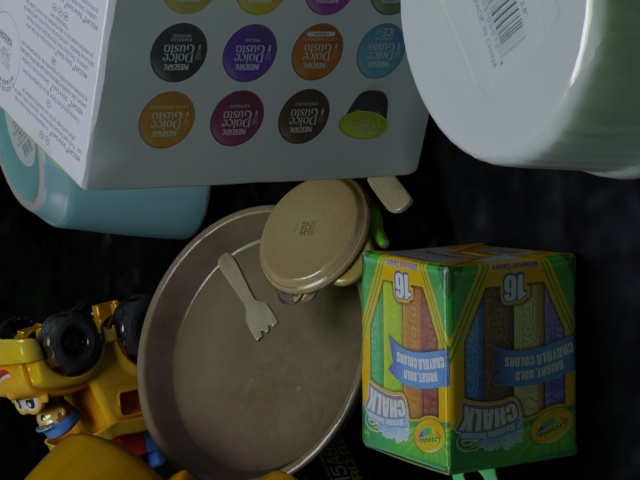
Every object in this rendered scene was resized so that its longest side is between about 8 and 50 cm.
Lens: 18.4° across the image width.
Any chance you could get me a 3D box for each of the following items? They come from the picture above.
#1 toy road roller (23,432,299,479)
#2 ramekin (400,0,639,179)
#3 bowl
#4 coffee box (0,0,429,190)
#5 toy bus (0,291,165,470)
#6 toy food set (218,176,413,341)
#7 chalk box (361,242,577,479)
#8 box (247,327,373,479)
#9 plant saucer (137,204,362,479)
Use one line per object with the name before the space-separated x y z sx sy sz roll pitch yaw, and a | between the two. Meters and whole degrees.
toy road roller | -0.163 0.287 1.790 0.240 0.202 0.329 43 149 -7
ramekin | 0.178 -0.181 1.474 0.277 0.135 0.277 10 102 58
bowl | -0.249 -0.134 2.083 0.311 0.163 0.312 44 142 49
coffee box | -0.106 -0.262 1.729 0.338 0.337 0.334 40 125 49
toy bus | -0.242 0.170 2.123 0.149 0.220 0.211 -5 95 53
toy food set | 0.000 0.000 1.822 0.192 0.038 0.132 -42 45 10
chalk box | 0.119 0.115 1.604 0.132 0.132 0.213 8 100 58
box | -0.034 0.251 1.934 0.216 0.060 0.270 -60 45 42
plant saucer | -0.058 0.103 1.878 0.278 0.041 0.278 -13 67 33
